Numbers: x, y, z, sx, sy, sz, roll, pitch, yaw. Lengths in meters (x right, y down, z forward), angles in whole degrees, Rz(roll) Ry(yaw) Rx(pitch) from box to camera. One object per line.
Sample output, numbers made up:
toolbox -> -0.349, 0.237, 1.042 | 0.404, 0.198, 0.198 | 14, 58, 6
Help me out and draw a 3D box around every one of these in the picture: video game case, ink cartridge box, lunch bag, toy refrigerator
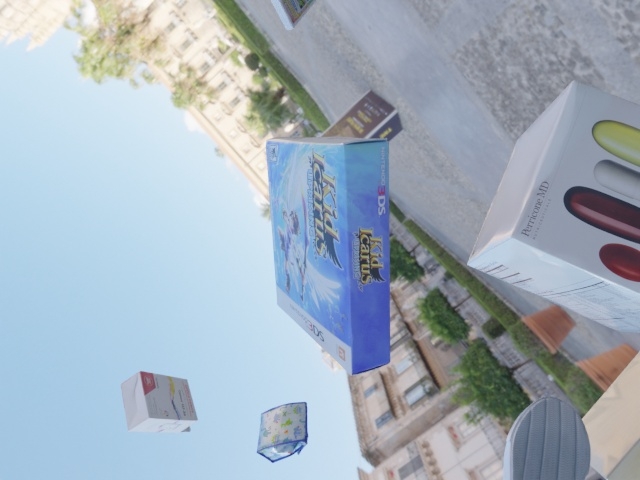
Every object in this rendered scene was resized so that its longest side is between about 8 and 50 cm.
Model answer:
video game case -> 0.000, 0.000, 0.587 | 0.244, 0.061, 0.270 | 25, 121, 60
ink cartridge box -> -0.367, 0.388, 1.044 | 0.198, 0.067, 0.115 | 41, -163, -55
lunch bag -> -0.100, 0.553, 1.279 | 0.096, 0.151, 0.129 | 46, -157, -30
toy refrigerator -> 0.579, 0.306, 0.776 | 0.094, 0.269, 0.102 | 39, -178, -15
video game case -> -0.055, -0.453, 0.711 | 0.019, 0.143, 0.157 | 5, 144, 38

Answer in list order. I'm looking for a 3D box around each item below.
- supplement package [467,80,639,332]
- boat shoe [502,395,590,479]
supplement package -> 0.313, -0.028, 0.492 | 0.203, 0.194, 0.149 | 24, 169, 7
boat shoe -> 0.297, 0.362, 0.620 | 0.109, 0.302, 0.094 | 24, 140, 22
